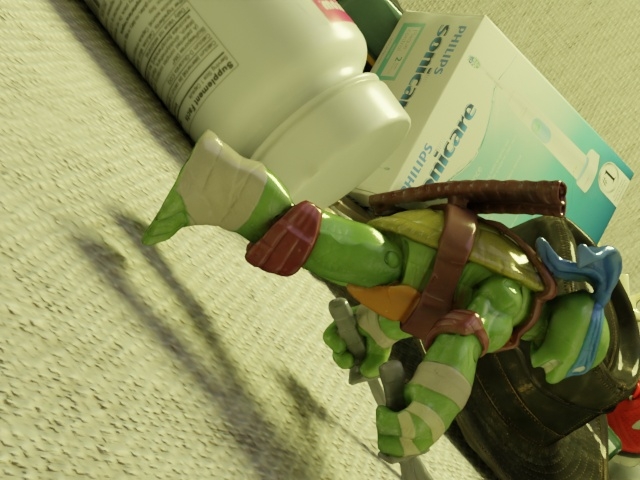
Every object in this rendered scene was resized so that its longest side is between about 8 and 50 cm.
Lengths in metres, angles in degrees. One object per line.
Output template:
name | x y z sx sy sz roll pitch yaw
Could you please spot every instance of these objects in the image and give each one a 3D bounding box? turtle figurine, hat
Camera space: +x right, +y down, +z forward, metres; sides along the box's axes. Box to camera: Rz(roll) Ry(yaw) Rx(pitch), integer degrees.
turtle figurine | 0.014 0.064 0.935 0.266 0.274 0.198 30 33 -3
hat | 0.198 0.068 1.428 0.331 0.134 0.331 37 32 -28

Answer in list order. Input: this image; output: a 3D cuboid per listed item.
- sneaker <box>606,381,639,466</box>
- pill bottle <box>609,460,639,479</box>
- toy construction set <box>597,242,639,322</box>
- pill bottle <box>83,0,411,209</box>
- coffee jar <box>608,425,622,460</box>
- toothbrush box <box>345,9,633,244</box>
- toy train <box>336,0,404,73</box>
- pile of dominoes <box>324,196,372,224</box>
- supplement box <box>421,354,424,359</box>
sneaker | 0.283 0.154 1.680 0.279 0.107 0.118 9 -33 46
pill bottle | 0.316 0.226 1.763 0.103 0.103 0.184 44 10 -34
toy construction set | 0.284 0.059 1.940 0.151 0.215 0.328 56 10 31
pill bottle | -0.065 -0.161 1.289 0.283 0.160 0.160 52 9 11
coffee jar | 0.216 0.159 1.617 0.184 0.079 0.096 51 -2 5
toothbrush box | 0.162 -0.065 1.655 0.126 0.216 0.295 14 -19 49
toy train | -0.007 -0.229 1.777 0.142 0.190 0.334 47 9 -24
pile of dominoes | 0.000 0.000 1.429 0.251 0.040 0.196 31 19 -41
supplement box | 0.140 0.137 1.469 0.098 0.036 0.062 55 10 21
